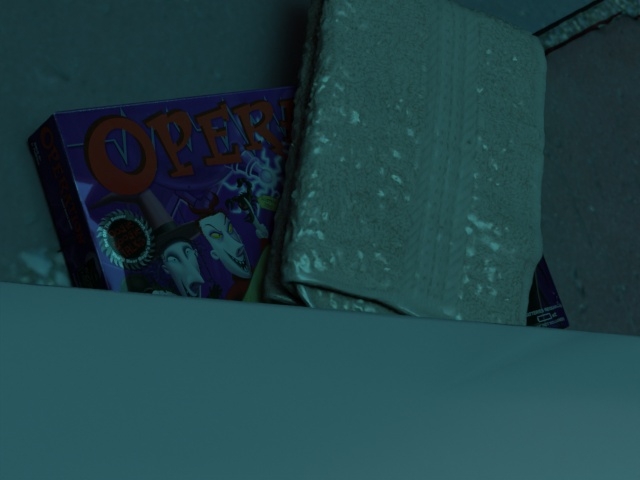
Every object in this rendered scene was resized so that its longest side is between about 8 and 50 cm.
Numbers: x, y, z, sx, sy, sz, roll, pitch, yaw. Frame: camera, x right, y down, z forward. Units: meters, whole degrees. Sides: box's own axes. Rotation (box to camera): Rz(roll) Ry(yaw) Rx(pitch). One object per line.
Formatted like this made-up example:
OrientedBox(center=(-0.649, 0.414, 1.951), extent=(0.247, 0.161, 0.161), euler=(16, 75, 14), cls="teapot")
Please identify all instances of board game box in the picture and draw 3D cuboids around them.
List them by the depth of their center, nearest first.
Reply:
OrientedBox(center=(0.000, 0.000, 0.899), extent=(0.347, 0.056, 0.208), euler=(-12, 74, -37), cls="board game box")

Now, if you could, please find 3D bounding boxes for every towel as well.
OrientedBox(center=(0.064, -0.055, 0.907), extent=(0.187, 0.049, 0.282), euler=(21, 60, -26), cls="towel")

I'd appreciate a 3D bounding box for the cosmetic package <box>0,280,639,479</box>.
OrientedBox(center=(0.021, 0.130, 0.500), extent=(0.377, 0.284, 0.097), euler=(5, 57, -7), cls="cosmetic package")
